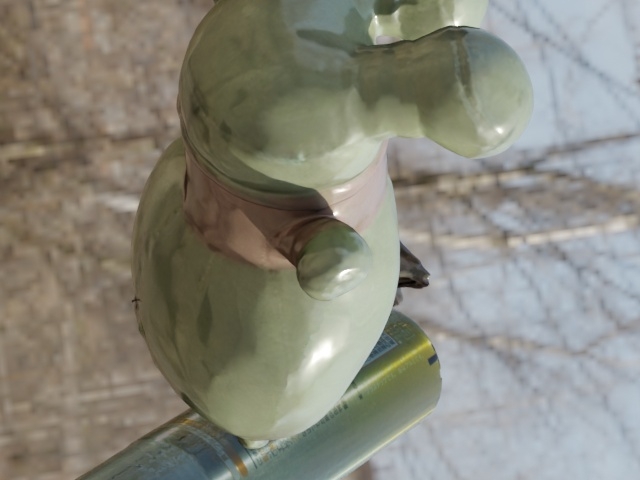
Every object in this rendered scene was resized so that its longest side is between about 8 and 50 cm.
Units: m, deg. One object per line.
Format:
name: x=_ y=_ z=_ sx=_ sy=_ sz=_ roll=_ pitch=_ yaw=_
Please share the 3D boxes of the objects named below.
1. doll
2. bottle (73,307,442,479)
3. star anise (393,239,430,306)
doll: x=-0.020 y=-0.013 z=0.776 sx=0.275 sy=0.113 sz=0.155 roll=121 pitch=-36 yaw=-49
bottle: x=-0.040 y=0.120 z=1.098 sx=0.286 sy=0.082 sz=0.082 roll=-28 pitch=118 yaw=-49
star anise: x=0.000 y=0.000 z=1.628 sx=0.182 sy=0.195 sz=0.065 roll=104 pitch=8 yaw=-65
